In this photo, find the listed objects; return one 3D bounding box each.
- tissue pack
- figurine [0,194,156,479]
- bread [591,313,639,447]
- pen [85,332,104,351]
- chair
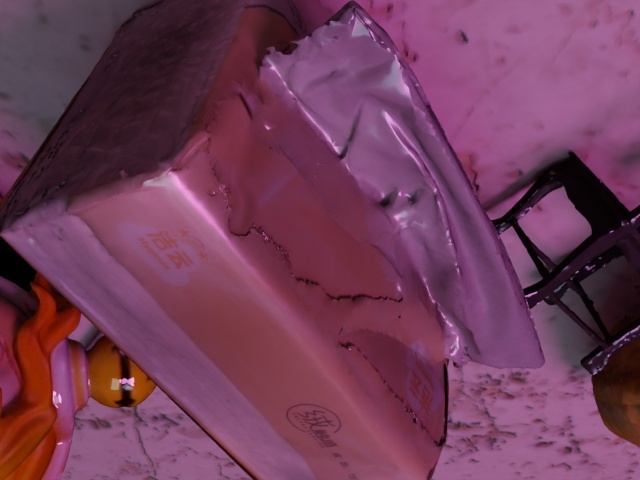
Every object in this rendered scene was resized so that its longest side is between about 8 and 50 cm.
[{"bbox_3d":[0.000,0.000,0.526,0.239,0.238,0.305,-20,127,20],"label":"tissue pack"},{"bbox_3d":[-0.282,0.104,0.579,0.320,0.323,0.196,12,131,-6],"label":"figurine"},{"bbox_3d":[0.323,0.114,0.640,0.198,0.120,0.236,-2,172,4],"label":"bread"},{"bbox_3d":[-0.183,0.083,0.750,0.033,0.033,0.269,30,127,-22],"label":"pen"},{"bbox_3d":[0.243,-0.019,0.582,0.229,0.113,0.106,-40,120,20],"label":"chair"}]
